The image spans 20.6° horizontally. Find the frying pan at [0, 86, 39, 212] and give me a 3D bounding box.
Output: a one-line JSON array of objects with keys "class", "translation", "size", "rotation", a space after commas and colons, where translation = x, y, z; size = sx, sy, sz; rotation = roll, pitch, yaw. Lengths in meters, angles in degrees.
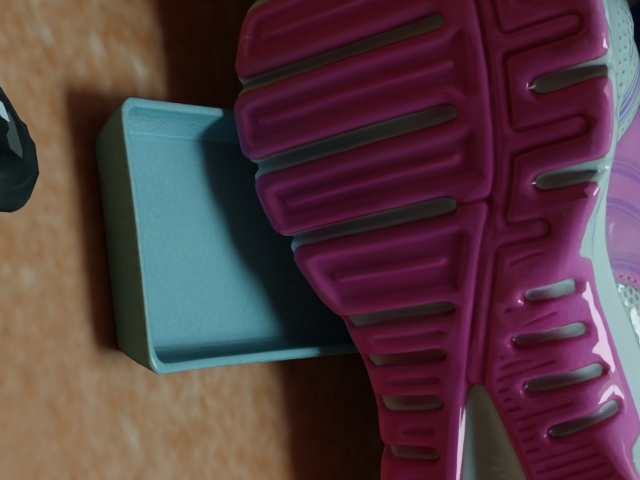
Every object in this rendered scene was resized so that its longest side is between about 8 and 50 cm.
[{"class": "frying pan", "translation": [-0.158, -0.131, 0.242], "size": [0.326, 0.053, 0.197], "rotation": [24, 61, -57]}]

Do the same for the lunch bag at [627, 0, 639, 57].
[{"class": "lunch bag", "translation": [0.125, -0.234, 0.510], "size": [0.385, 0.239, 0.328], "rotation": [134, -65, -89]}]

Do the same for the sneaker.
[{"class": "sneaker", "translation": [0.054, -0.002, 0.488], "size": [0.111, 0.103, 0.252], "rotation": [-39, 121, -60]}]

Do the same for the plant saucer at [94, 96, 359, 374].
[{"class": "plant saucer", "translation": [0.000, 0.000, 0.499], "size": [0.192, 0.018, 0.067], "rotation": [1, 81, -60]}]
